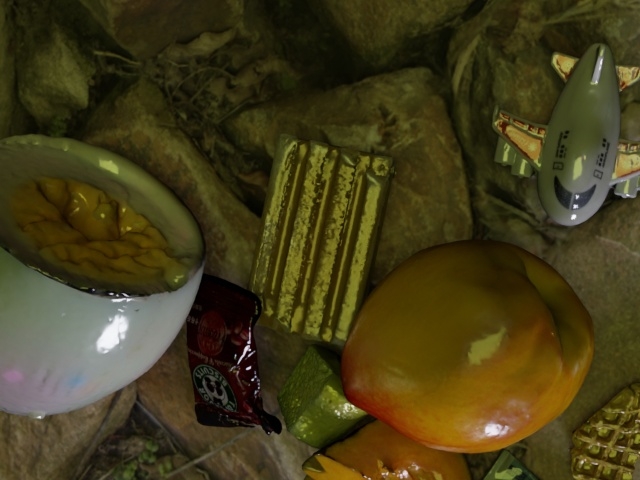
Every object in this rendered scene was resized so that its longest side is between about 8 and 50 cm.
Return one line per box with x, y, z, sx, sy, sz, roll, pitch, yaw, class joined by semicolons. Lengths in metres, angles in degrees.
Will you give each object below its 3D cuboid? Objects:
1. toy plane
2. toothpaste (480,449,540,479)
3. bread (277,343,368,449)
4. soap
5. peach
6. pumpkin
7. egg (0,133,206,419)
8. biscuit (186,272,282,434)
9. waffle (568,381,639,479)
0.358;-0.144;1.652;0.252;0.118;0.252;1;94;9;toy plane
0.347;0.403;1.706;0.268;0.047;0.069;36;108;8;toothpaste
0.011;0.222;1.707;0.111;0.129;0.114;34;107;-25;bread
0.000;0.000;1.714;0.173;0.089;0.274;13;94;7;soap
0.190;0.142;1.608;0.308;0.289;0.289;-35;87;30;peach
0.093;0.324;1.719;0.254;0.130;0.149;29;55;-11;pumpkin
-0.371;0.082;1.654;0.354;0.354;0.340;33;119;5;egg
-0.131;0.170;1.706;0.151;0.063;0.235;14;119;42;biscuit
0.438;0.289;1.686;0.194;0.051;0.149;-40;87;2;waffle
